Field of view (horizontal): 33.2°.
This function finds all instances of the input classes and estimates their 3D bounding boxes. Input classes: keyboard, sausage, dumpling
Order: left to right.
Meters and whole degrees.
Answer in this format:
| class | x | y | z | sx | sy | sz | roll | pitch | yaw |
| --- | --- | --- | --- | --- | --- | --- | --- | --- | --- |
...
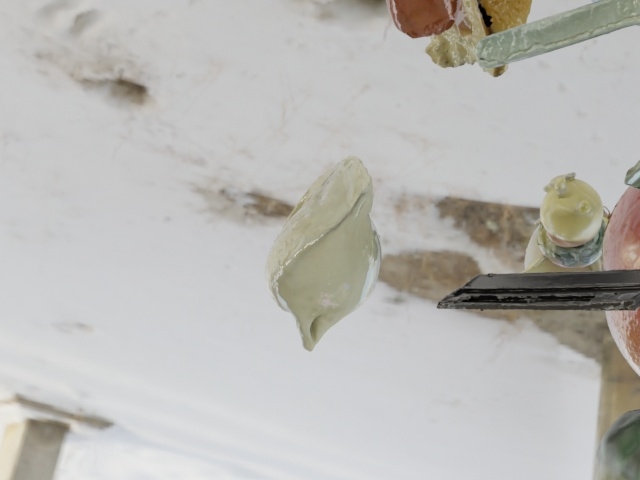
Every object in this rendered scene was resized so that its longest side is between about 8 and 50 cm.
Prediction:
| class | x | y | z | sx | sy | sz | roll | pitch | yaw |
| --- | --- | --- | --- | --- | --- | --- | --- | --- | --- |
| dumpling | 0.000 | 0.000 | 1.299 | 0.132 | 0.179 | 0.252 | 6 | 124 | -16 |
| sausage | 0.095 | -0.305 | 1.103 | 0.077 | 0.194 | 0.077 | -12 | -174 | 1 |
| keyboard | 0.233 | 0.051 | 1.087 | 0.087 | 0.017 | 0.251 | -28 | -166 | -38 |

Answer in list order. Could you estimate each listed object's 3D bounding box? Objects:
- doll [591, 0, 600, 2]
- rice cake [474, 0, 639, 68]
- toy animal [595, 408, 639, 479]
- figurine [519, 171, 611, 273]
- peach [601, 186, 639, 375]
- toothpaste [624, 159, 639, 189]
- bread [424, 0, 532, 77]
| class | x | y | z | sx | sy | sz | roll | pitch | yaw |
| --- | --- | --- | --- | --- | --- | --- | --- | --- | --- |
| doll | 0.373 | -0.298 | 1.117 | 0.314 | 0.177 | 0.141 | -10 | 135 | -37 |
| rice cake | 0.197 | -0.166 | 0.835 | 0.171 | 0.029 | 0.033 | -10 | -172 | 39 |
| toy animal | 0.377 | 0.297 | 1.003 | 0.191 | 0.338 | 0.216 | -25 | -165 | -10 |
| figurine | 0.469 | 0.007 | 2.080 | 0.226 | 0.275 | 0.394 | 49 | 172 | 24 |
| peach | 0.487 | 0.056 | 1.388 | 0.243 | 0.306 | 0.380 | 21 | 180 | -5 |
| toothpaste | 0.239 | -0.036 | 0.658 | 0.049 | 0.031 | 0.204 | -47 | 150 | 21 |
| bread | 0.214 | -0.403 | 1.699 | 0.211 | 0.224 | 0.184 | 22 | 180 | -34 |
